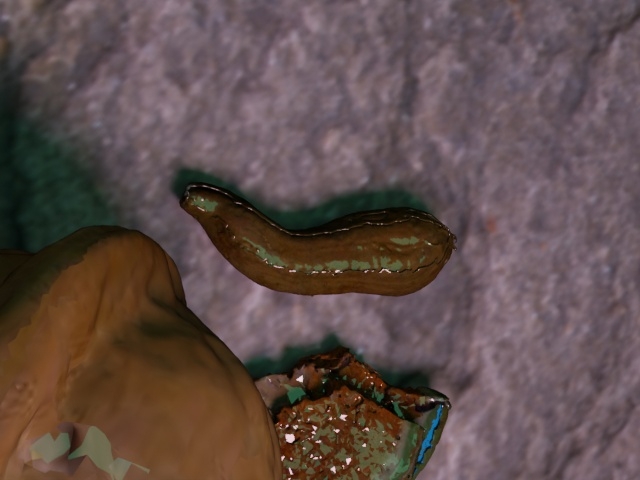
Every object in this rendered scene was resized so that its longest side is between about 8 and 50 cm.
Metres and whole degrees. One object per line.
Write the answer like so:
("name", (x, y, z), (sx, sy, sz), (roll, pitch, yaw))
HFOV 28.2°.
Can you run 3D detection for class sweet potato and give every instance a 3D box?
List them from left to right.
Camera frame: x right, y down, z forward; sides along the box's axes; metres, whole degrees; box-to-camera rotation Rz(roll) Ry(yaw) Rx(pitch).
("sweet potato", (-0.002, 0.005, 1.026), (0.233, 0.062, 0.081), (7, 70, -17))

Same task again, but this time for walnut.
("walnut", (-0.203, 0.182, 0.802), (0.383, 0.383, 0.384), (1, 87, -20))

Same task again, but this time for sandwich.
("sandwich", (0.005, 0.172, 1.008), (0.235, 0.079, 0.159), (-16, 93, -20))
